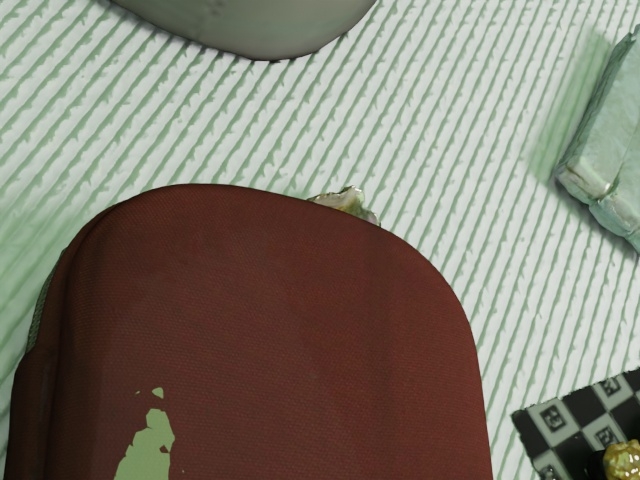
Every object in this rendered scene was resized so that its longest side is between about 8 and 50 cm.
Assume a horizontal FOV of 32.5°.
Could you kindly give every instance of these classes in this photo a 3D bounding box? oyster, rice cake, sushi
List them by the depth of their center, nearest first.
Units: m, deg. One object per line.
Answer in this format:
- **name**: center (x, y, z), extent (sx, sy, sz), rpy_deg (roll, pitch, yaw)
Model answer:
- **oyster**: center (-0.002, -0.002, 0.704), extent (0.093, 0.034, 0.051), rpy_deg (-29, 99, -38)
- **sushi**: center (0.233, 0.151, 0.747), extent (0.201, 0.031, 0.139), rpy_deg (-13, 69, -35)
- **rice cake**: center (0.266, -0.082, 0.903), extent (0.124, 0.038, 0.211), rpy_deg (41, 51, -1)

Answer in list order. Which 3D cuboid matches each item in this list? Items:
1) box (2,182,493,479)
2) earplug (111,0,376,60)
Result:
- **box**: center (-0.027, 0.160, 0.540), extent (0.263, 0.108, 0.403), rpy_deg (13, 57, -22)
- **earplug**: center (-0.003, -0.347, 0.683), extent (0.313, 0.394, 0.312), rpy_deg (14, 57, -23)
